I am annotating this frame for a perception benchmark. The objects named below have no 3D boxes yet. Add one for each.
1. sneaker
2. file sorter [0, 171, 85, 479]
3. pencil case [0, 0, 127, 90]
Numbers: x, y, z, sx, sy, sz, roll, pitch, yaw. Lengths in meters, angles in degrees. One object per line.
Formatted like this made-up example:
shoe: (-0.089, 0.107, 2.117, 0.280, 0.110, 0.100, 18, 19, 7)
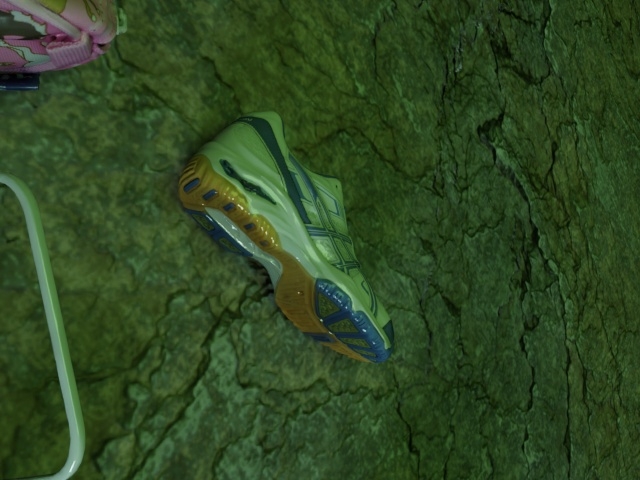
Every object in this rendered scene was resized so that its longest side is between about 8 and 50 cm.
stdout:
sneaker: (0.000, 0.000, 0.630, 0.296, 0.112, 0.131, 52, 53, -27)
file sorter: (-0.265, 0.066, 0.256, 0.278, 0.173, 0.192, -5, 82, -66)
pencil case: (-0.200, -0.308, 0.447, 0.167, 0.160, 0.385, 37, 58, -63)
